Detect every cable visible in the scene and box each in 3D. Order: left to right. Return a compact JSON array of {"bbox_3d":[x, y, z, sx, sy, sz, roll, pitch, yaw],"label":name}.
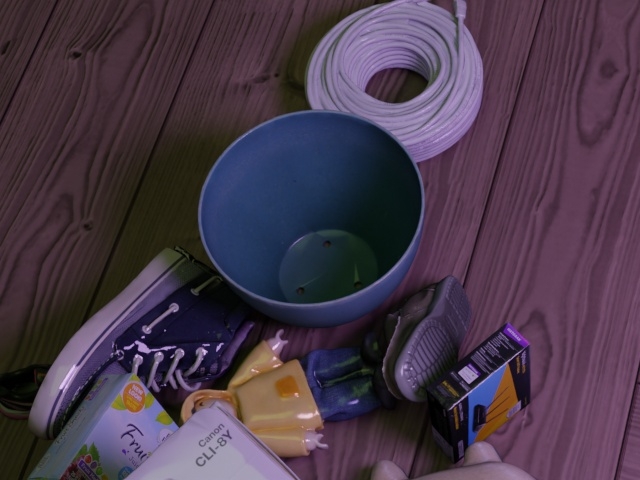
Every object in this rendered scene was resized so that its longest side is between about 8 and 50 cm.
[{"bbox_3d":[0.106,-0.229,2.143,0.257,0.089,0.257,-11,61,3],"label":"cable"}]

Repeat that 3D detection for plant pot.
[{"bbox_3d":[0.000,0.000,1.966,0.290,0.195,0.290,-4,61,7],"label":"plant pot"}]

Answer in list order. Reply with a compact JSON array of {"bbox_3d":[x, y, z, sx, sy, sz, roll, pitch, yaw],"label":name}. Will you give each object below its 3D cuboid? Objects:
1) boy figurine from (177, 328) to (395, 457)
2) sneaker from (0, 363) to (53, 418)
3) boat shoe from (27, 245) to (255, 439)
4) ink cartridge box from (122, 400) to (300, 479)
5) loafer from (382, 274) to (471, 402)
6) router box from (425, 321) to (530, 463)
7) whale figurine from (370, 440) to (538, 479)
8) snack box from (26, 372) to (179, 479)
[{"bbox_3d":[-0.053,0.199,1.926,0.285,0.092,0.177,-14,62,-3],"label":"boy figurine"},{"bbox_3d":[-0.351,0.194,1.979,0.178,0.077,0.072,-14,61,0],"label":"sneaker"},{"bbox_3d":[-0.218,0.153,1.923,0.158,0.127,0.340,28,53,15],"label":"boat shoe"},{"bbox_3d":[-0.132,0.389,1.658,0.160,0.384,0.279,39,73,25],"label":"ink cartridge box"},{"bbox_3d":[0.125,0.134,1.898,0.087,0.094,0.251,-20,15,27],"label":"loafer"},{"bbox_3d":[0.198,0.191,1.838,0.133,0.179,0.046,-38,63,-12],"label":"router box"},{"bbox_3d":[0.170,0.350,1.800,0.272,0.141,0.216,8,68,40],"label":"whale figurine"},{"bbox_3d":[-0.233,0.293,1.812,0.070,0.207,0.174,-8,36,40],"label":"snack box"}]
